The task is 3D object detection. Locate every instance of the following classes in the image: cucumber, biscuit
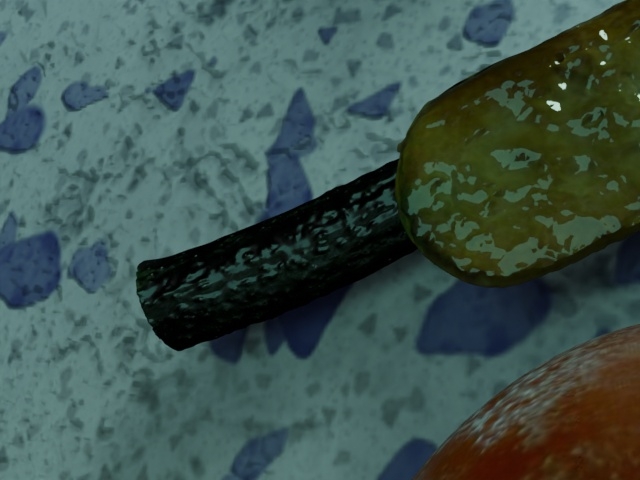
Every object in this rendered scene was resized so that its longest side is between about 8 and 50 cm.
[{"bbox_3d":[0.000,0.000,0.698,0.214,0.058,0.052,-24,15,19],"label":"cucumber"},{"bbox_3d":[0.150,-0.061,0.613,0.247,0.029,0.118,-25,63,9],"label":"biscuit"}]

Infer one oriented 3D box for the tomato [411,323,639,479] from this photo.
[{"bbox_3d":[0.135,0.150,0.415,0.270,0.270,0.227,-33,20,19],"label":"tomato"}]
